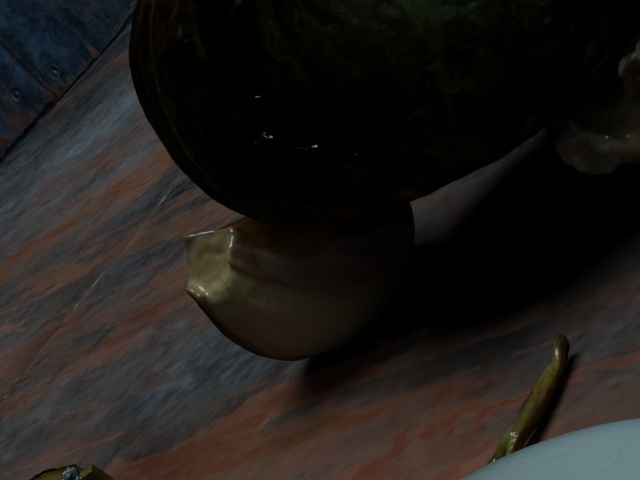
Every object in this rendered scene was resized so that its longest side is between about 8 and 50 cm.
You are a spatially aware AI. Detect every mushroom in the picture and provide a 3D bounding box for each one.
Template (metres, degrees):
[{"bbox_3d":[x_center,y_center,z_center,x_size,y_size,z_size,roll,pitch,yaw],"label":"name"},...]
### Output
[{"bbox_3d":[0.066,0.134,0.763,0.026,0.028,0.286,94,-158,-44],"label":"mushroom"}]

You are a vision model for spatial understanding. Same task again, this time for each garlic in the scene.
[{"bbox_3d":[-0.004,0.007,1.105,0.128,0.115,0.207,2,26,8],"label":"garlic"}]

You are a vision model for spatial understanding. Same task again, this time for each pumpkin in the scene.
[{"bbox_3d":[0.041,-0.137,0.991,0.320,0.192,0.320,-30,10,6],"label":"pumpkin"}]

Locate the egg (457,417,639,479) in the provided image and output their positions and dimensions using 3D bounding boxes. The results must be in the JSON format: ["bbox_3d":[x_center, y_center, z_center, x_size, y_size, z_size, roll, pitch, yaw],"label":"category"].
[{"bbox_3d":[0.083,0.127,0.490,0.209,0.151,0.151,-35,17,17],"label":"egg"}]

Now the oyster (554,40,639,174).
[{"bbox_3d":[0.255,-0.076,0.759,0.204,0.111,0.396,-27,11,-11],"label":"oyster"}]

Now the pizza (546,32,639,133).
[{"bbox_3d":[0.206,-0.141,1.102,0.195,0.052,0.185,-43,19,-5],"label":"pizza"}]

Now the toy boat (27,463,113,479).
[{"bbox_3d":[-0.194,0.197,1.169,0.149,0.047,0.049,-42,29,11],"label":"toy boat"}]
